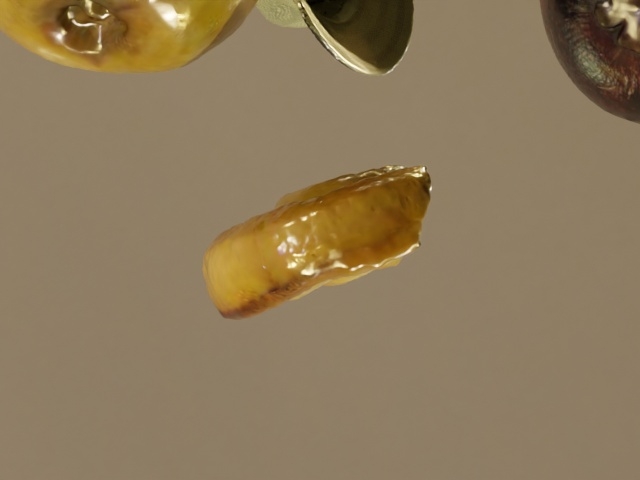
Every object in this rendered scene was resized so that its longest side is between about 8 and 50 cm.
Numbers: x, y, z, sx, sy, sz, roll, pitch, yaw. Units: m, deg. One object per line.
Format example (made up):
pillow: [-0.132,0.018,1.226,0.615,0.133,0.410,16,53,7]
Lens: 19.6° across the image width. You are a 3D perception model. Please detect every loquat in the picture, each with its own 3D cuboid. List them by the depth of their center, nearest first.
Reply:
loquat: [-0.175,-0.275,1.534,0.275,0.275,0.274,22,-125,-36]

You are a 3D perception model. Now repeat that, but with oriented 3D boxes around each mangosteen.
mangosteen: [0.380,-0.264,1.858,0.330,0.330,0.330,22,-125,-36]

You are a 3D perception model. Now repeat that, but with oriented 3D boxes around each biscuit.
biscuit: [0.000,-0.001,1.605,0.213,0.274,0.091,-19,-90,-8]

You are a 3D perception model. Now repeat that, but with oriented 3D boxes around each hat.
hat: [-0.016,-0.270,1.866,0.252,0.110,0.252,28,-126,-48]
